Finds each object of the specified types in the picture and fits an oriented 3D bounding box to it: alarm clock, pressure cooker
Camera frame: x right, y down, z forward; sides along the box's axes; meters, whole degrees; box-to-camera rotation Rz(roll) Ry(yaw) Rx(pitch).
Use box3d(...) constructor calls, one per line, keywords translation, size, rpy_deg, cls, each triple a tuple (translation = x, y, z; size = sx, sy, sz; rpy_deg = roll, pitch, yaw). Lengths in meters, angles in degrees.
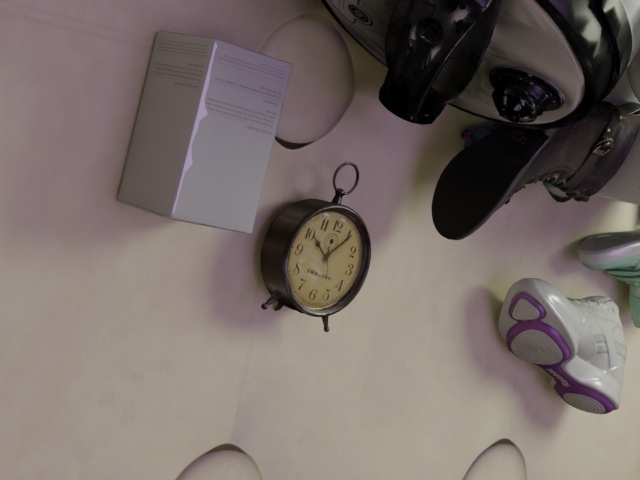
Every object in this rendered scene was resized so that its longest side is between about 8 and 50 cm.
box3d(translation=(0.000, 0.000, 1.365), size=(0.129, 0.064, 0.192), rpy_deg=(25, 88, -42), cls="alarm clock")
box3d(translation=(0.190, -0.316, 1.235), size=(0.370, 0.376, 0.420), rpy_deg=(45, 71, -42), cls="pressure cooker")

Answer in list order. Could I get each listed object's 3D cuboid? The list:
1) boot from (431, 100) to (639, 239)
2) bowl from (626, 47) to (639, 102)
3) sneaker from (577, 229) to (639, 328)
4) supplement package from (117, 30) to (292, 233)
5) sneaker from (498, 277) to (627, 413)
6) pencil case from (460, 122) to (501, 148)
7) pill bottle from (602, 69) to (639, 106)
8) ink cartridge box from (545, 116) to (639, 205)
box3d(translation=(0.279, -0.085, 1.480), size=(0.263, 0.091, 0.229), rpy_deg=(-51, 143, 16), cls="boot")
box3d(translation=(0.436, -0.259, 1.348), size=(0.134, 0.298, 0.297), rpy_deg=(33, 77, -8), cls="bowl")
box3d(translation=(0.467, 0.062, 1.761), size=(0.256, 0.094, 0.151), rpy_deg=(-5, 99, -42), cls="sneaker")
box3d(translation=(-0.117, -0.108, 1.206), size=(0.105, 0.105, 0.179), rpy_deg=(12, 93, -43), cls="supplement package")
box3d(translation=(0.345, 0.120, 1.686), size=(0.305, 0.114, 0.152), rpy_deg=(47, 57, -43), cls="sneaker")
box3d(translation=(0.254, -0.127, 1.549), size=(0.152, 0.070, 0.064), rpy_deg=(-15, 77, -34), cls="pencil case")
box3d(translation=(0.417, -0.260, 1.583), size=(0.302, 0.169, 0.169), rpy_deg=(-13, 110, -38), cls="pill bottle")
box3d(translation=(0.482, -0.102, 1.601), size=(0.211, 0.289, 0.121), rpy_deg=(0, 101, -41), cls="ink cartridge box")
